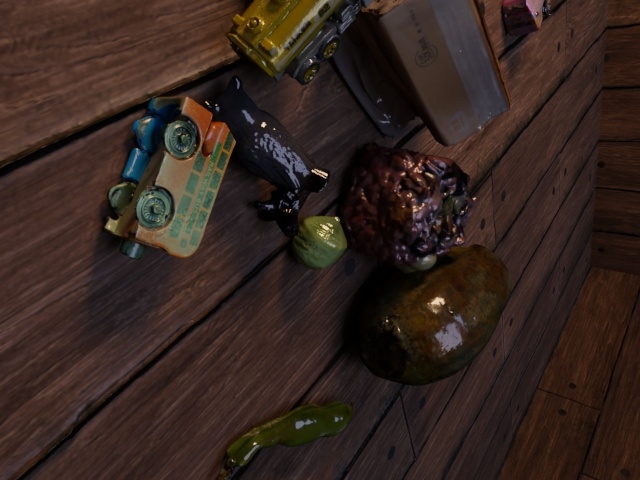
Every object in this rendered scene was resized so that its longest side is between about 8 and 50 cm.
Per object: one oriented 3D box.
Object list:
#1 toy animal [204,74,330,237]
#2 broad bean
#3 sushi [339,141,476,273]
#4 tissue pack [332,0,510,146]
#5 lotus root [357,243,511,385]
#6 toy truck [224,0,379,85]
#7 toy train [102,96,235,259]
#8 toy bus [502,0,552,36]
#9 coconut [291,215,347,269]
[{"bbox_3d":[-0.063,-0.108,0.613,0.121,0.117,0.210,-56,139,-16],"label":"toy animal"},{"bbox_3d":[-0.050,0.334,0.801,0.318,0.056,0.098,-11,115,-44],"label":"broad bean"},{"bbox_3d":[0.173,-0.053,0.873,0.270,0.171,0.236,2,98,-53],"label":"sushi"},{"bbox_3d":[0.144,-0.314,0.771,0.305,0.239,0.238,40,69,-48],"label":"tissue pack"},{"bbox_3d":[0.225,0.153,0.955,0.346,0.251,0.250,-27,120,-40],"label":"lotus root"},{"bbox_3d":[-0.009,-0.294,0.570,0.227,0.098,0.114,-47,168,5],"label":"toy truck"},{"bbox_3d":[-0.170,-0.067,0.529,0.099,0.072,0.188,27,78,-57],"label":"toy train"},{"bbox_3d":[0.580,-0.688,1.269,0.112,0.090,0.273,42,66,-38],"label":"toy bus"},{"bbox_3d":[0.000,0.000,0.746,0.096,0.088,0.088,-52,144,15],"label":"coconut"}]
